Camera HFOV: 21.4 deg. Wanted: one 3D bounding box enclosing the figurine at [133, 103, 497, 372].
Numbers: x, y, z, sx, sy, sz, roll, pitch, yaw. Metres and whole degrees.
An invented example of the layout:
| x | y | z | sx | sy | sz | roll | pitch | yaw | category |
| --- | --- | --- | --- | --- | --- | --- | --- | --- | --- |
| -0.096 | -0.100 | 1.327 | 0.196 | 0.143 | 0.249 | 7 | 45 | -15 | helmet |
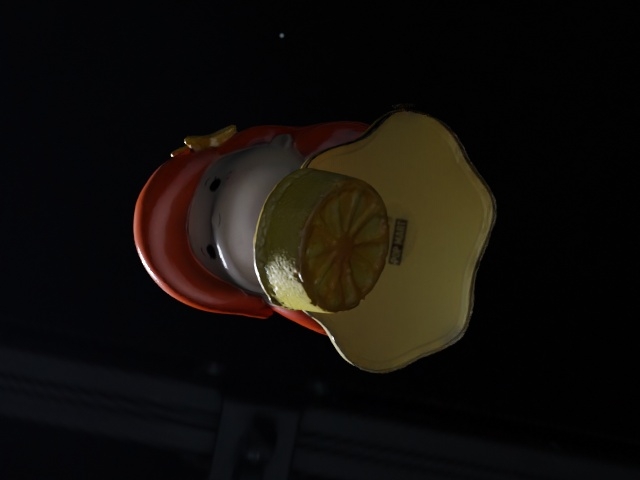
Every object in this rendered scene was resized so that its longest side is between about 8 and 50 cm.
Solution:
| x | y | z | sx | sy | sz | roll | pitch | yaw | category |
| --- | --- | --- | --- | --- | --- | --- | --- | --- | --- |
| 0.003 | -0.005 | 1.188 | 0.208 | 0.257 | 0.181 | -32 | -71 | -20 | figurine |

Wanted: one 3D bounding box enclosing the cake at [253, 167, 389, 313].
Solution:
| x | y | z | sx | sy | sz | roll | pitch | yaw | category |
| --- | --- | --- | --- | --- | --- | --- | --- | --- | --- |
| 0.000 | 0.000 | 0.956 | 0.044 | 0.084 | 0.084 | 9 | -81 | 41 | cake |
